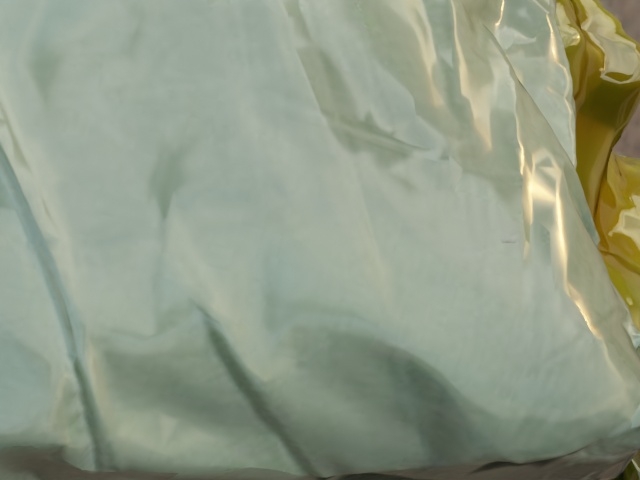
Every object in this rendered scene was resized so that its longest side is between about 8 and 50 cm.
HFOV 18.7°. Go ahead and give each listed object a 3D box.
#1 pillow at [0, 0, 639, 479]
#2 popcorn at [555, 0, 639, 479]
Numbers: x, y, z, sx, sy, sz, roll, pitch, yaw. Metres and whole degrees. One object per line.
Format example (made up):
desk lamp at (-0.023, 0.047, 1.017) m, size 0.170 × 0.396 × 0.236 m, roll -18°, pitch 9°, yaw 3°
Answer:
pillow at (-0.097, -0.058, 0.454) m, size 0.310 × 0.138 × 0.283 m, roll -7°, pitch 68°, yaw -11°
popcorn at (-0.011, 0.001, 0.753) m, size 0.321 × 0.290 × 0.325 m, roll -21°, pitch 44°, yaw 15°
